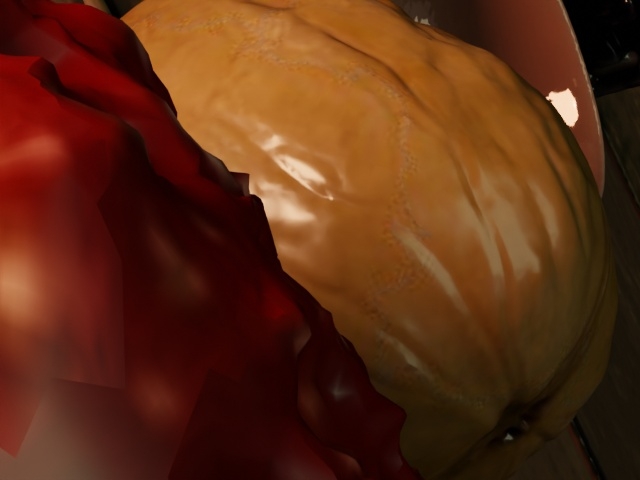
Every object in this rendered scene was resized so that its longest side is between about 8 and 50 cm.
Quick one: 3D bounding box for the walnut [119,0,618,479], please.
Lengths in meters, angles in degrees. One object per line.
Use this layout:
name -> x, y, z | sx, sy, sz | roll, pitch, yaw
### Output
walnut -> 0.000, 0.000, 0.721 | 0.195, 0.221, 0.195 | -39, 148, -31

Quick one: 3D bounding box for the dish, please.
dish -> 0.045, -0.069, 0.922 | 0.213, 0.090, 0.213 | 31, 50, -47

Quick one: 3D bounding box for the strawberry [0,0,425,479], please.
strawberry -> -0.076, 0.120, 0.443 | 0.345, 0.295, 0.317 | 35, 43, -19

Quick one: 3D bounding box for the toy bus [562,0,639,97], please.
toy bus -> 0.144, -0.325, 1.062 | 0.440, 0.209, 0.249 | 58, 35, -27
